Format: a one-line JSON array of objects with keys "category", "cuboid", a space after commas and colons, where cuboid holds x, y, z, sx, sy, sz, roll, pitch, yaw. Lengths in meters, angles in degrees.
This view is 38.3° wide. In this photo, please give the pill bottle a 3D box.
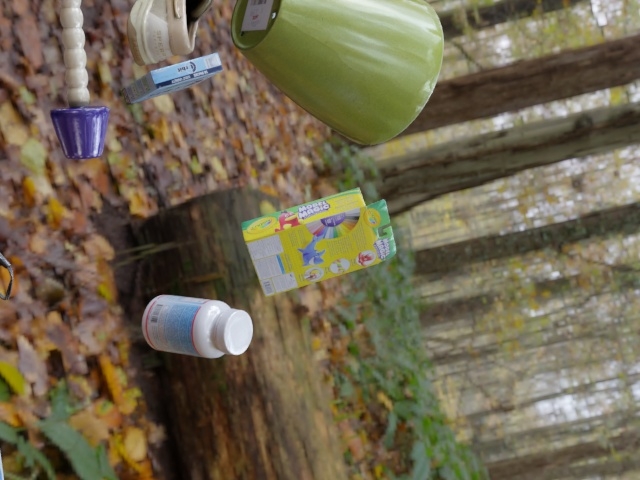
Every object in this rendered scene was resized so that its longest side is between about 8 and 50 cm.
[{"category": "pill bottle", "cuboid": [-0.184, 0.131, 1.388, 0.087, 0.160, 0.087, -8, 100, -55]}]

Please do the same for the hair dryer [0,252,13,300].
[{"category": "hair dryer", "cuboid": [-0.637, -0.040, 1.601, 0.080, 0.223, 0.294, -59, 146, -63]}]

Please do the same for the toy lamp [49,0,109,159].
[{"category": "toy lamp", "cuboid": [-0.318, -0.244, 1.195, 0.080, 0.080, 0.275, -84, 175, -79]}]

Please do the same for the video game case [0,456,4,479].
[{"category": "video game case", "cuboid": [-0.689, 0.379, 1.777, 0.204, 0.025, 0.285, 2, 80, -78]}]

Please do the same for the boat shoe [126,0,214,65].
[{"category": "boat shoe", "cuboid": [-0.231, -0.414, 1.560, 0.122, 0.110, 0.341, 76, 16, -48]}]

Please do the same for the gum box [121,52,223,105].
[{"category": "gum box", "cuboid": [-0.313, -0.337, 1.934, 0.184, 0.157, 0.041, -7, -76, 60]}]

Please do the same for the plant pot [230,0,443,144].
[{"category": "plant pot", "cuboid": [0.005, -0.332, 1.541, 0.293, 0.274, 0.275, 16, 51, -39]}]

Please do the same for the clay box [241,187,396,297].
[{"category": "clay box", "cuboid": [0.000, 0.000, 1.437, 0.053, 0.222, 0.127, -109, -177, -48]}]
